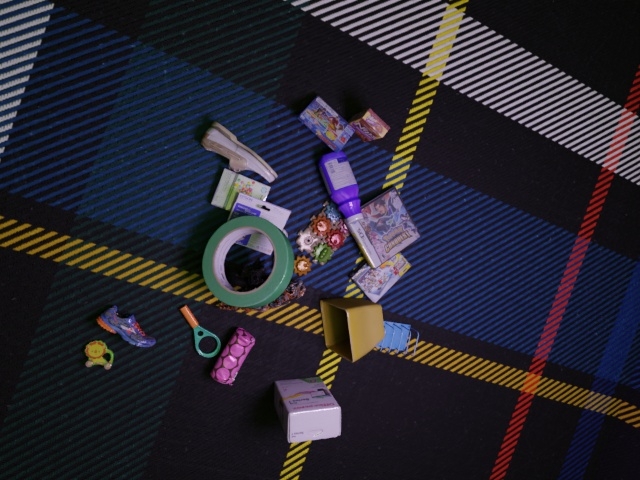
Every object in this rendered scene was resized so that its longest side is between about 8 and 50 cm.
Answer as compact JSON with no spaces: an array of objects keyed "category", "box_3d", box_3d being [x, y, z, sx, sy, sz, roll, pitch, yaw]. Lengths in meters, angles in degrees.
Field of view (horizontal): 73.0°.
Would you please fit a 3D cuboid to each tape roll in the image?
[{"category":"tape roll","box_3d":[-0.254,0.075,1.518,0.321,0.077,0.321,-3,77,14]}]

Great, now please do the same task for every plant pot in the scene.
[{"category":"plant pot","box_3d":[0.140,0.338,1.752,0.187,0.212,0.212,-11,99,-27]}]

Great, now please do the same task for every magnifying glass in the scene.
[{"category":"magnifying glass","box_3d":[-0.466,0.349,1.660,0.092,0.026,0.231,-31,103,-11]}]

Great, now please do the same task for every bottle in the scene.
[{"category":"bottle","box_3d":[0.087,-0.205,1.684,0.118,0.092,0.283,-19,83,-19]}]

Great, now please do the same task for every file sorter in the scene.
[{"category":"file sorter","box_3d":[0.319,0.422,1.857,0.170,0.104,0.118,12,94,-18]}]

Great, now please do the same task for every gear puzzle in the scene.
[{"category":"gear puzzle","box_3d":[0.000,0.000,1.745,0.175,0.044,0.339,43,84,-16]}]

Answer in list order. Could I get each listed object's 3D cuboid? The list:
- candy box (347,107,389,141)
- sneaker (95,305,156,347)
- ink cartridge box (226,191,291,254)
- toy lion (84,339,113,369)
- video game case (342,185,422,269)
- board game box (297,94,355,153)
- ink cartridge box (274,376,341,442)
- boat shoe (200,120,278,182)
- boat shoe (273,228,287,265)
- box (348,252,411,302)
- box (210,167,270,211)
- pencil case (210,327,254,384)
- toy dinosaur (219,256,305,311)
[{"category":"candy box","box_3d":[0.180,-0.442,1.672,0.109,0.186,0.053,40,84,-16]},{"category":"sneaker","box_3d":[-0.691,0.315,1.564,0.221,0.083,0.087,37,77,-20]},{"category":"ink cartridge box","box_3d":[-0.242,-0.066,1.628,0.206,0.045,0.208,21,115,-17]},{"category":"toy lion","box_3d":[-0.802,0.411,1.569,0.100,0.034,0.096,14,85,-18]},{"category":"video game case","box_3d":[0.259,-0.055,1.780,0.275,0.035,0.248,-32,96,-21]},{"category":"board game box","box_3d":[0.027,-0.448,1.664,0.201,0.035,0.136,41,56,-9]},{"category":"ink cartridge box","box_3d":[-0.057,0.647,1.682,0.201,0.278,0.117,-1,97,-17]},{"category":"boat shoe","box_3d":[-0.300,-0.302,1.595,0.302,0.113,0.103,38,86,-6]},{"category":"boat shoe","box_3d":[-0.142,0.046,1.702,0.063,0.066,0.184,1,94,-30]},{"category":"box","box_3d":[0.253,0.129,1.834,0.233,0.044,0.159,-44,105,-7]},{"category":"box","box_3d":[-0.303,-0.171,1.641,0.186,0.038,0.145,22,91,-19]},{"category":"pencil case","box_3d":[-0.335,0.450,1.677,0.098,0.095,0.209,29,90,18]},{"category":"toy dinosaur","box_3d":[-0.222,0.210,1.648,0.322,0.164,0.218,-33,139,-15]}]
